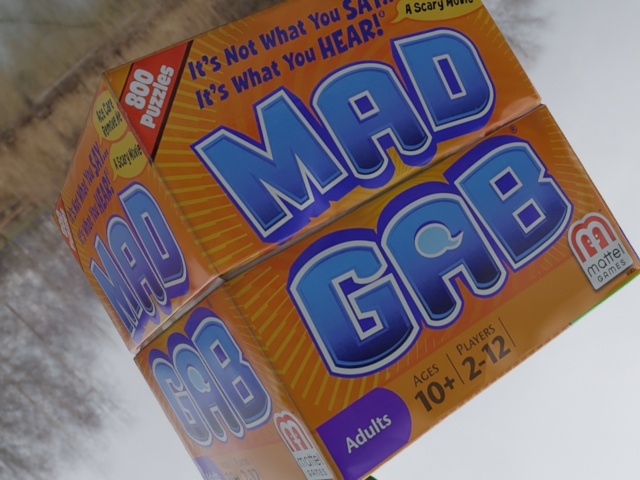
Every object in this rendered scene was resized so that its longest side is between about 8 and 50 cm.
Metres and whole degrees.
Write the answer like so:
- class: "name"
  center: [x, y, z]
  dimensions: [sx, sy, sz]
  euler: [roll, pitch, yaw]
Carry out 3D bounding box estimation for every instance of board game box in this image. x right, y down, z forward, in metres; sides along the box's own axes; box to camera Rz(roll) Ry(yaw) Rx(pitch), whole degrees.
- class: "board game box"
  center: [0.000, 0.000, 0.891]
  dimensions: [0.356, 0.356, 0.356]
  euler: [-30, 177, -27]

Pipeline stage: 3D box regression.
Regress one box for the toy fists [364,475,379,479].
- class: "toy fists"
  center: [0.017, 0.316, 0.926]
  dimensions: [0.096, 0.142, 0.279]
  euler: [-35, 166, -40]
